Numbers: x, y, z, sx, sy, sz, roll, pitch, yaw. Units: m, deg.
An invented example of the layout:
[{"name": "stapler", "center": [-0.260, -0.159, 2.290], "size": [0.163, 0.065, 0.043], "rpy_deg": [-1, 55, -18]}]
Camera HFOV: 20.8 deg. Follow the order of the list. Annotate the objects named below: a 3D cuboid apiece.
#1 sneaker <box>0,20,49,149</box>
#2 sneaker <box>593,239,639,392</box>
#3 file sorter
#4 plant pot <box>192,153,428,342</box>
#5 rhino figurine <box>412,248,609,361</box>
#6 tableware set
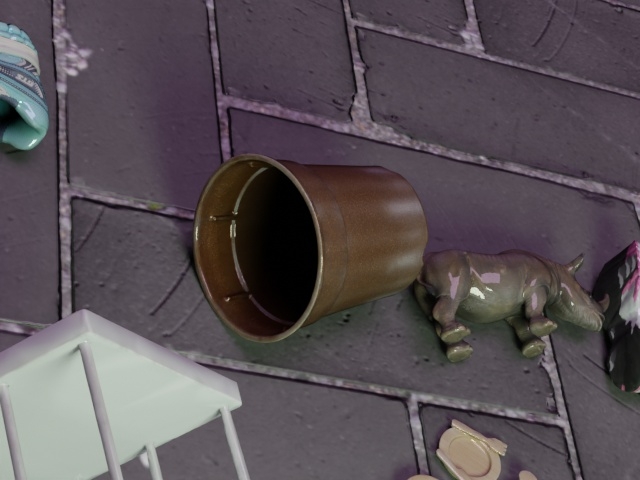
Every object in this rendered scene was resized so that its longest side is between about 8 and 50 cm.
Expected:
[{"name": "sneaker", "center": [-0.359, -0.124, 1.509], "size": [0.283, 0.110, 0.122], "rpy_deg": [-8, 60, -36]}, {"name": "sneaker", "center": [0.329, 0.088, 1.773], "size": [0.077, 0.072, 0.178], "rpy_deg": [24, 50, -28]}, {"name": "file sorter", "center": [-0.197, 0.201, 1.155], "size": [0.193, 0.277, 0.173], "rpy_deg": [35, 33, -56]}, {"name": "plant pot", "center": [0.000, 0.000, 1.584], "size": [0.165, 0.167, 0.167], "rpy_deg": [-7, 56, -44]}, {"name": "rhino figurine", "center": [0.193, 0.054, 1.706], "size": [0.243, 0.073, 0.106], "rpy_deg": [0, 55, -33]}, {"name": "tableware set", "center": [0.144, 0.239, 1.549], "size": [0.141, 0.020, 0.169], "rpy_deg": [39, 43, 6]}]
